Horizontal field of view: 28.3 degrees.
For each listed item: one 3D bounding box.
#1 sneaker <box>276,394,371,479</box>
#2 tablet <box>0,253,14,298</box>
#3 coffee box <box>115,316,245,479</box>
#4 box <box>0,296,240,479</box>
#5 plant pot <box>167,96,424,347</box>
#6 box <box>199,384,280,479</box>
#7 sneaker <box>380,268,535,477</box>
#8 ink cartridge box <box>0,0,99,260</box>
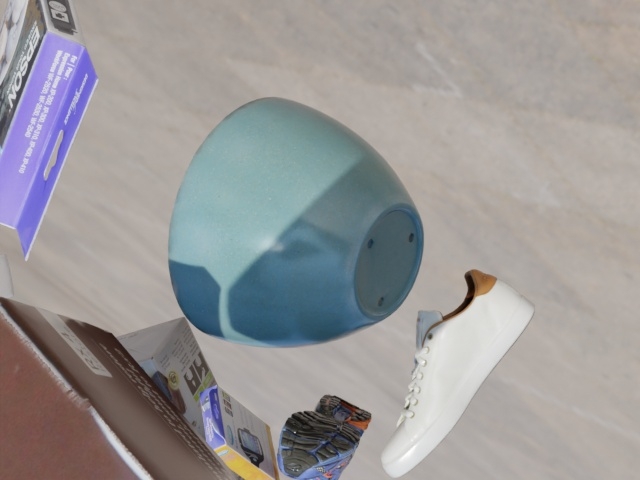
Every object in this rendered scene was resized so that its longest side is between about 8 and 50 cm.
[{"bbox_3d":[0.004,0.241,1.440,0.083,0.087,0.221,21,-171,16],"label":"sneaker"},{"bbox_3d":[-0.402,0.048,1.529,0.006,0.054,0.083,-8,-176,30],"label":"tablet"},{"bbox_3d":[-0.190,0.263,1.534,0.297,0.168,0.119,66,-159,-16],"label":"coffee box"},{"bbox_3d":[-0.193,0.227,0.563,0.191,0.381,0.143,46,-176,17],"label":"box"},{"bbox_3d":[0.000,0.000,1.425,0.195,0.290,0.290,18,160,34],"label":"plant pot"},{"bbox_3d":[-0.095,0.221,1.433,0.136,0.028,0.081,44,-156,-45],"label":"box"},{"bbox_3d":[0.146,0.164,1.640,0.123,0.290,0.106,37,170,-3],"label":"sneaker"},{"bbox_3d":[-0.268,-0.124,1.154,0.045,0.206,0.208,9,-145,-29],"label":"ink cartridge box"}]
